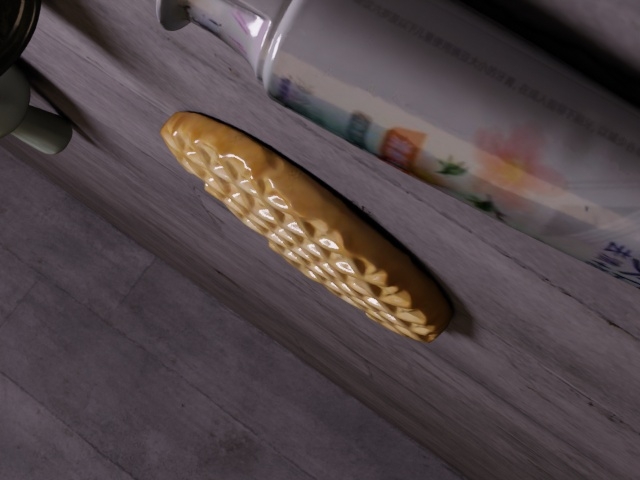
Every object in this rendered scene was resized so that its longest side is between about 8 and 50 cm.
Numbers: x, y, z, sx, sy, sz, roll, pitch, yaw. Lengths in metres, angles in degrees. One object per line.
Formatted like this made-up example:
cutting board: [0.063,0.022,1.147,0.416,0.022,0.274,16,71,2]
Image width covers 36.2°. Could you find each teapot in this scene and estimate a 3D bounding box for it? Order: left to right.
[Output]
teapot: [-0.426,-0.168,1.226,0.318,0.149,0.220,8,-163,-39]

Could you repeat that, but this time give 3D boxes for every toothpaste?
toothpaste: [0.093,-0.024,0.350,0.323,0.066,0.100,30,170,6]

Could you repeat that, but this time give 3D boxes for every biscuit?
biscuit: [0.000,0.000,0.830,0.309,0.040,0.204,40,170,-20]

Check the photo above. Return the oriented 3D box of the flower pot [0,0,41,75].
flower pot: [-0.307,-0.186,0.744,0.107,0.157,0.157,47,173,16]
